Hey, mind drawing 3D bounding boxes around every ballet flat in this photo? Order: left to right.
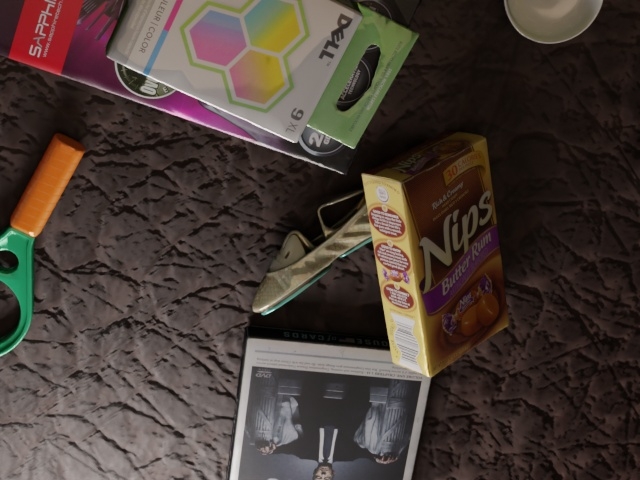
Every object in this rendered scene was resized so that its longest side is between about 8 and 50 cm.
[{"bbox_3d":[0.000,0.000,1.049,0.168,0.057,0.052,-35,100,0],"label":"ballet flat"}]

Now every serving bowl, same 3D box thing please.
[{"bbox_3d":[0.191,-0.207,0.985,0.083,0.027,0.083,-2,113,-4],"label":"serving bowl"}]

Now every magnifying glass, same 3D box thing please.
[{"bbox_3d":[-0.271,0.008,1.044,0.092,0.026,0.231,28,110,-15],"label":"magnifying glass"}]

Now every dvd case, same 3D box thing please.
[{"bbox_3d":[0.003,0.200,1.144,0.179,0.029,0.238,6,112,-6],"label":"dvd case"}]

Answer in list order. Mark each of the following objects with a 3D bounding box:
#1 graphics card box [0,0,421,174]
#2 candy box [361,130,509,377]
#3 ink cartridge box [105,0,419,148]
[{"bbox_3d":[-0.109,-0.220,0.921,0.371,0.094,0.232,19,110,-13],"label":"graphics card box"},{"bbox_3d":[0.102,0.011,1.030,0.109,0.053,0.186,-29,118,-34],"label":"candy box"},{"bbox_3d":[-0.039,-0.145,0.873,0.209,0.062,0.109,24,109,-15],"label":"ink cartridge box"}]
